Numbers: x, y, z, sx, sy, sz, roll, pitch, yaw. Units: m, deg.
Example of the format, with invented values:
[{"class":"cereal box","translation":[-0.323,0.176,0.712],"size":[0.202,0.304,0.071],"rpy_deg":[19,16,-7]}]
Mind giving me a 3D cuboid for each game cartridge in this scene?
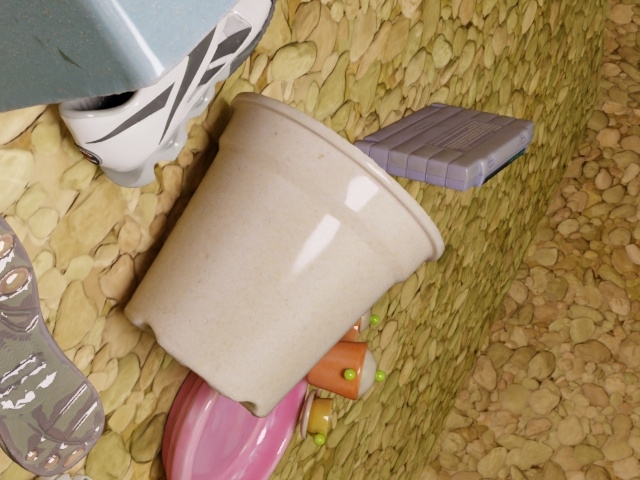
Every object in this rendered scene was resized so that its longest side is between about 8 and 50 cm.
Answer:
[{"class":"game cartridge","translation":[0.242,-0.179,1.554],"size":[0.355,0.230,0.068],"rpy_deg":[-32,136,-52]}]

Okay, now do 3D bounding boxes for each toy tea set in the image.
[{"class":"toy tea set","translation":[0.058,0.200,1.467],"size":[0.336,0.124,0.200],"rpy_deg":[-71,170,-53]}]

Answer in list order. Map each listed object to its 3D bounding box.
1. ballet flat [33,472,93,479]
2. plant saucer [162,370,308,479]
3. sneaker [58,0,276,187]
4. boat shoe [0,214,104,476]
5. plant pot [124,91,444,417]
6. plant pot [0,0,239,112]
[{"class":"ballet flat","translation":[-0.317,0.325,1.007],"size":[0.247,0.083,0.087],"rpy_deg":[53,36,-61]},{"class":"plant saucer","translation":[-0.137,0.279,1.305],"size":[0.332,0.084,0.332],"rpy_deg":[-42,142,-44]},{"class":"sneaker","translation":[-0.153,-0.224,0.862],"size":[0.330,0.123,0.146],"rpy_deg":[-64,156,-13]},{"class":"boat shoe","translation":[-0.318,0.078,0.770],"size":[0.123,0.116,0.324],"rpy_deg":[-32,119,-30]},{"class":"plant pot","translation":[-0.067,0.038,1.045],"size":[0.305,0.334,0.334],"rpy_deg":[-53,152,-10]},{"class":"plant pot","translation":[-0.192,-0.278,0.622],"size":[0.247,0.247,0.252],"rpy_deg":[-54,126,-30]}]
